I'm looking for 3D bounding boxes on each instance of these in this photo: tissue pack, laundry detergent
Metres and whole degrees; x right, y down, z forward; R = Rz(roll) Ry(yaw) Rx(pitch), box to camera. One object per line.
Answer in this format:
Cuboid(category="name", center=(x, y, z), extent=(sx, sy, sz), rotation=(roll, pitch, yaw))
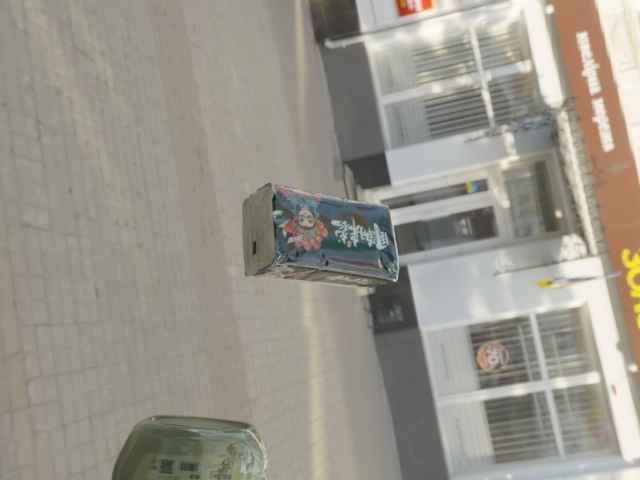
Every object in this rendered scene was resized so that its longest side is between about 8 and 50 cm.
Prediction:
Cuboid(category="tissue pack", center=(0.001, 0.000, 0.801), extent=(0.170, 0.090, 0.103), rotation=(9, 67, -33))
Cuboid(category="laundry detergent", center=(-0.151, 0.335, 0.781), extent=(0.091, 0.181, 0.253), rotation=(122, -28, -84))
